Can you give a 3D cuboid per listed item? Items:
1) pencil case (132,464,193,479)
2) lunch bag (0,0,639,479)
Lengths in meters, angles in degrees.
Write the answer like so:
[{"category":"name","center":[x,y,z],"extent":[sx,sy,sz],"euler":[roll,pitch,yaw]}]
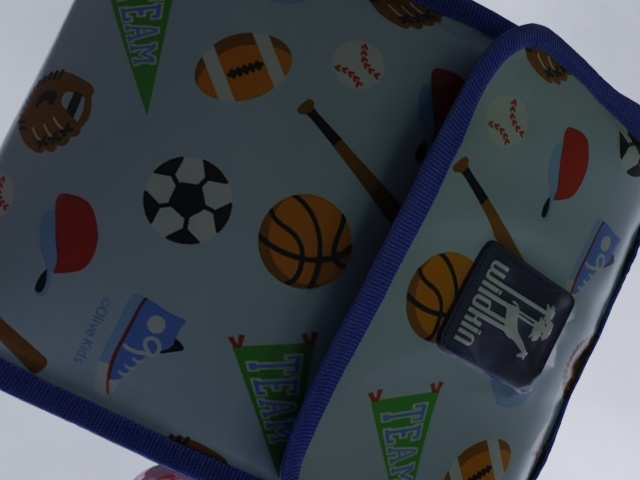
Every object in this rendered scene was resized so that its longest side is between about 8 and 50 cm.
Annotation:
[{"category":"pencil case","center":[-0.184,0.349,0.834],"extent":[0.124,0.124,0.284],"euler":[11,-160,3]},{"category":"lunch bag","center":[0.000,0.000,0.542],"extent":[0.385,0.239,0.328],"euler":[26,-94,-1]}]
